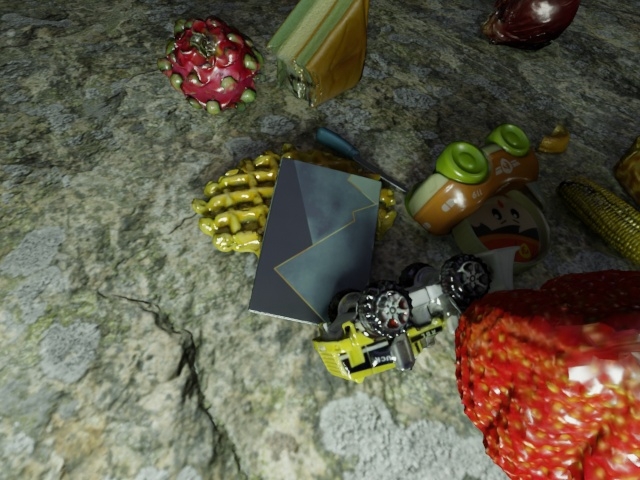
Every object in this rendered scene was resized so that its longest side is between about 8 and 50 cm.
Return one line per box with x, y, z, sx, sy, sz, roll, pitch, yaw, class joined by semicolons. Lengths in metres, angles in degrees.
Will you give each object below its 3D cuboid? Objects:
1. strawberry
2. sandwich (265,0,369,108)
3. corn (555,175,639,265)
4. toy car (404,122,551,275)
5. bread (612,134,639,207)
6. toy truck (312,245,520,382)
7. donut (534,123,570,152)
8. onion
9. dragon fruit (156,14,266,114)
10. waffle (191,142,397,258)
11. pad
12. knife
0.260;0.138;0.360;0.250;0.288;0.239;-21;59;5;strawberry
-0.010;-0.454;0.916;0.155;0.227;0.198;36;55;27;sandwich
0.490;-0.039;0.681;0.072;0.072;0.203;-17;51;-18;corn
0.278;-0.050;0.651;0.235;0.145;0.235;6;63;-13;toy car
0.656;-0.093;0.720;0.181;0.096;0.222;0;50;-4;bread
0.127;0.085;0.509;0.285;0.136;0.111;-17;85;-21;toy truck
0.500;-0.219;0.864;0.083;0.038;0.067;-2;51;-8;donut
0.641;-0.687;1.187;0.281;0.281;0.221;-36;102;-30;onion
-0.236;-0.388;0.866;0.218;0.198;0.273;-25;52;-13;dragon fruit
-0.041;-0.065;0.676;0.307;0.060;0.312;32;54;26;waffle
0.000;0.000;0.579;0.163;0.004;0.243;12;68;-7;pad
0.079;-0.152;0.774;0.244;0.032;0.058;42;20;27;knife
